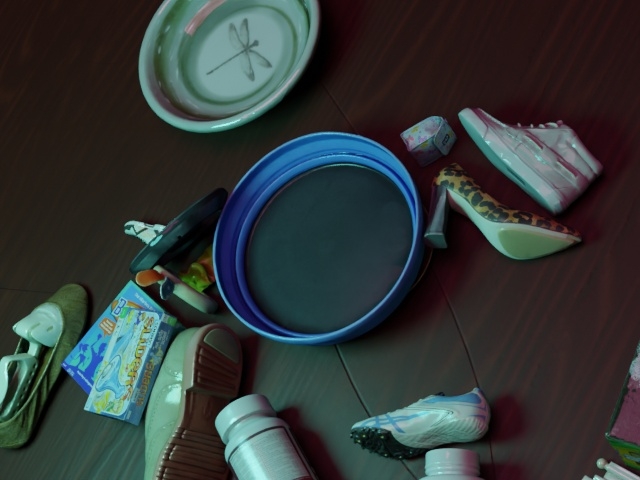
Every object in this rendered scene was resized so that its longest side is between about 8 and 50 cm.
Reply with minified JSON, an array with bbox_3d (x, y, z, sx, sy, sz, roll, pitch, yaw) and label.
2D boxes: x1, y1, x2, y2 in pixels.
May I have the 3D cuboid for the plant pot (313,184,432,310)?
[{"bbox_3d":[0.091,0.016,1.999,0.236,0.032,0.236,-10,65,21],"label":"plant pot"}]

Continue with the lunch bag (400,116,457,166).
[{"bbox_3d":[0.195,-0.177,2.009,0.083,0.071,0.053,-31,57,10],"label":"lunch bag"}]

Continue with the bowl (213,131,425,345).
[{"bbox_3d":[0.000,0.000,1.985,0.391,0.077,0.391,-10,65,21],"label":"bowl"}]

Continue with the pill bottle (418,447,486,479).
[{"bbox_3d":[0.200,0.428,1.714,0.117,0.117,0.215,-8,65,23],"label":"pill bottle"}]

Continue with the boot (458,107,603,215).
[{"bbox_3d":[0.358,-0.163,1.925,0.123,0.095,0.258,-41,65,-3],"label":"boot"}]

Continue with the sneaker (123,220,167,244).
[{"bbox_3d":[-0.340,-0.011,2.212,0.109,0.040,0.043,7,74,28],"label":"sneaker"}]

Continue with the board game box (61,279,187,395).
[{"bbox_3d":[-0.365,0.202,2.125,0.160,0.047,0.210,37,86,33],"label":"board game box"}]

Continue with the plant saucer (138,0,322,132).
[{"bbox_3d":[-0.167,-0.377,2.254,0.400,0.100,0.400,-10,64,21],"label":"plant saucer"}]

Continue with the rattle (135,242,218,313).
[{"bbox_3d":[-0.232,0.049,2.038,0.143,0.200,0.130,-40,58,5],"label":"rattle"}]

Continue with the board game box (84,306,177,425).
[{"bbox_3d":[-0.339,0.221,2.029,0.136,0.035,0.201,1,67,48],"label":"board game box"}]

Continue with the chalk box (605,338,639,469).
[{"bbox_3d":[0.574,0.256,1.577,0.289,0.179,0.180,16,75,29],"label":"chalk box"}]

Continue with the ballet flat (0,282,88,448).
[{"bbox_3d":[-0.552,0.226,2.159,0.116,0.124,0.342,18,77,30],"label":"ballet flat"}]

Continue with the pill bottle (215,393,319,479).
[{"bbox_3d":[-0.084,0.370,1.873,0.121,0.121,0.221,-37,57,7],"label":"pill bottle"}]

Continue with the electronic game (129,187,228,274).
[{"bbox_3d":[-0.258,-0.016,2.078,0.229,0.229,0.048,-42,88,3],"label":"electronic game"}]

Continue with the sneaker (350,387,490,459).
[{"bbox_3d":[0.161,0.291,1.824,0.237,0.085,0.086,-14,37,24],"label":"sneaker"}]

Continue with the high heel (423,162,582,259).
[{"bbox_3d":[0.310,-0.063,1.910,0.261,0.093,0.186,4,48,13],"label":"high heel"}]

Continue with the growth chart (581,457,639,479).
[{"bbox_3d":[0.411,0.440,1.664,0.172,0.021,0.237,38,87,32],"label":"growth chart"}]

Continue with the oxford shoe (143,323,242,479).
[{"bbox_3d":[-0.242,0.342,1.977,0.146,0.140,0.397,-8,60,46],"label":"oxford shoe"}]
